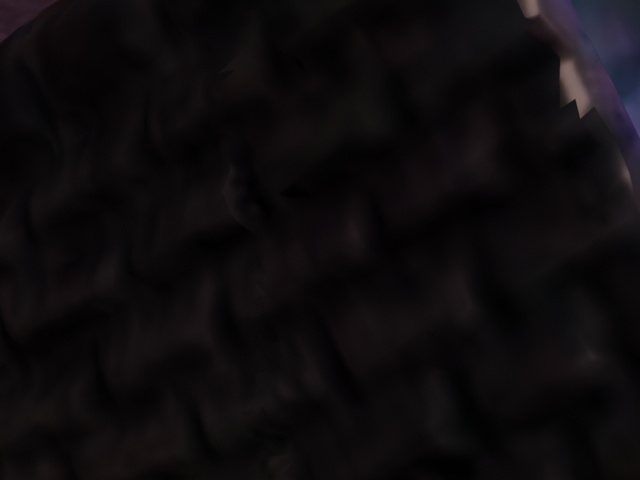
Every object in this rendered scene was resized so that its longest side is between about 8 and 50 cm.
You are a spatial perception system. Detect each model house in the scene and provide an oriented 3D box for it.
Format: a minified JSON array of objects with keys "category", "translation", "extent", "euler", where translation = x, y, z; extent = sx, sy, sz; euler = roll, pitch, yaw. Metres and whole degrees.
[{"category":"model house","translation":[0.002,0.047,0.501],"extent":[0.360,0.339,0.297],"euler":[-27,27,40]}]
